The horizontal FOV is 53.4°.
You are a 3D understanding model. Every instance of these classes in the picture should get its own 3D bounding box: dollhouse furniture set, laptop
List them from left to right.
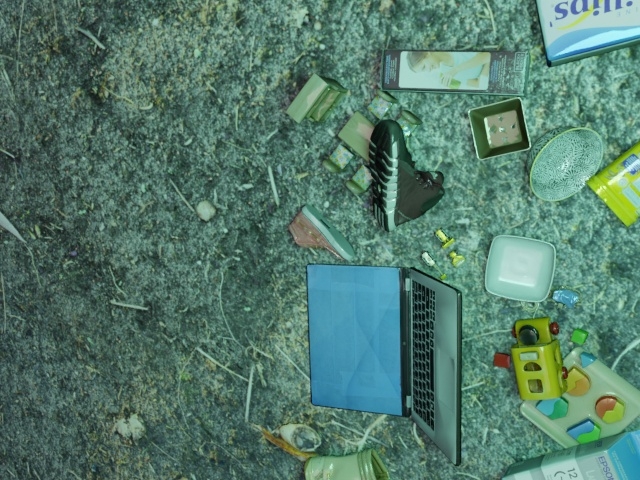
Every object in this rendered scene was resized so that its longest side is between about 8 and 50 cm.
[{"bbox_3d":[0.067,-0.254,1.432,0.242,0.161,0.212,42,110,9],"label":"dollhouse furniture set"},{"bbox_3d":[0.132,0.265,1.466,0.237,0.408,0.381,-4,100,-14],"label":"laptop"}]

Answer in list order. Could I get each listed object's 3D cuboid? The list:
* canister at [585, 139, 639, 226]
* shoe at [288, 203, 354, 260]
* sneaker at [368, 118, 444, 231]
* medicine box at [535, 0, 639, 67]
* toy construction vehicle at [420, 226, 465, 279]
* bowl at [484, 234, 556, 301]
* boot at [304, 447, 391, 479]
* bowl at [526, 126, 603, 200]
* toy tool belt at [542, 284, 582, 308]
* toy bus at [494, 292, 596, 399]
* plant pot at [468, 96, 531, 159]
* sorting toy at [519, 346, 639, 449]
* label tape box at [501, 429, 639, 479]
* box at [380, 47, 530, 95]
[{"bbox_3d":[0.650,-0.128,1.287,0.170,0.073,0.126,-42,92,19],"label":"canister"},{"bbox_3d":[0.000,0.000,1.556,0.178,0.063,0.081,47,112,13],"label":"shoe"},{"bbox_3d":[0.198,-0.156,1.398,0.163,0.106,0.281,-17,135,-14],"label":"sneaker"},{"bbox_3d":[0.547,-0.512,1.223,0.264,0.149,0.289,-11,94,21],"label":"medicine box"},{"bbox_3d":[0.282,0.031,1.476,0.086,0.035,0.098,-42,86,10],"label":"toy construction vehicle"},{"bbox_3d":[0.443,0.059,1.408,0.142,0.053,0.142,11,102,18],"label":"bowl"},{"bbox_3d":[0.089,0.664,1.620,0.204,0.095,0.261,-18,89,20],"label":"boot"},{"bbox_3d":[0.490,-0.173,1.323,0.170,0.080,0.170,-11,128,-14],"label":"bowl"},{"bbox_3d":[0.528,0.125,1.389,0.083,0.051,0.052,13,103,18],"label":"toy tool belt"},{"bbox_3d":[0.468,0.248,1.385,0.202,0.104,0.190,38,114,25],"label":"toy bus"},{"bbox_3d":[0.384,-0.238,1.355,0.109,0.096,0.109,-11,96,22],"label":"plant pot"},{"bbox_3d":[0.583,0.370,1.418,0.193,0.038,0.208,38,109,10],"label":"sorting toy"},{"bbox_3d":[0.601,0.566,1.348,0.348,0.115,0.249,-26,77,24],"label":"label tape box"},{"bbox_3d":[0.285,-0.352,1.336,0.290,0.169,0.087,7,104,17],"label":"box"}]
